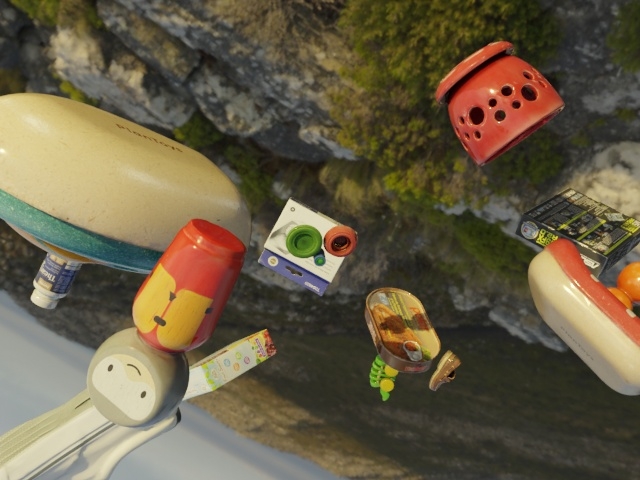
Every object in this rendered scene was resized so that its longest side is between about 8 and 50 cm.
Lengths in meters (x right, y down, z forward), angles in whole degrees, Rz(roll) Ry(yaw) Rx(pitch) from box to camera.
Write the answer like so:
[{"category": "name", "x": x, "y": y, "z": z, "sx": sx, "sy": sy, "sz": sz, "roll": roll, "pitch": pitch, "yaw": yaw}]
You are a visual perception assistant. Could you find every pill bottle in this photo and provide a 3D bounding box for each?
[{"category": "pill bottle", "x": -0.512, "y": 0.069, "z": 1.241, "sx": 0.067, "sy": 0.120, "sz": 0.067, "roll": 29, "pitch": -171, "yaw": -5}]

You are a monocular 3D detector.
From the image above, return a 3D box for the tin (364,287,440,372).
[{"category": "tin", "x": 0.141, "y": 0.155, "z": 1.121, "sx": 0.106, "sy": 0.190, "sz": 0.040, "roll": -3, "pitch": 126, "yaw": -11}]

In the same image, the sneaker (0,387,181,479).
[{"category": "sneaker", "x": -0.265, "y": 0.227, "z": 0.665, "sx": 0.091, "sy": 0.258, "sz": 0.094, "roll": 63, "pitch": 172, "yaw": -18}]

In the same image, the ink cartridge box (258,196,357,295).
[{"category": "ink cartridge box", "x": -0.042, "y": 0.024, "z": 1.840, "sx": 0.223, "sy": 0.224, "sz": 0.045, "roll": 27, "pitch": -165, "yaw": -1}]

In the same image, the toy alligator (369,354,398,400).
[{"category": "toy alligator", "x": 0.137, "y": 0.248, "z": 1.331, "sx": 0.051, "sy": 0.190, "sz": 0.056, "roll": 12, "pitch": -159, "yaw": -2}]

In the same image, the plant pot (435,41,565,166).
[{"category": "plant pot", "x": 0.328, "y": -0.260, "z": 1.199, "sx": 0.174, "sy": 0.191, "sz": 0.191, "roll": 58, "pitch": 163, "yaw": 7}]

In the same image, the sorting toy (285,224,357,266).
[{"category": "sorting toy", "x": 0.000, "y": 0.000, "z": 0.898, "sx": 0.102, "sy": 0.061, "sz": 0.042, "roll": 5, "pitch": -153, "yaw": -9}]

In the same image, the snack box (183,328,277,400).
[{"category": "snack box", "x": -0.235, "y": 0.299, "z": 1.532, "sx": 0.174, "sy": 0.207, "sz": 0.070, "roll": -28, "pitch": 86, "yaw": 47}]

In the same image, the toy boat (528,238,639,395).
[{"category": "toy boat", "x": 0.398, "y": 0.085, "z": 0.872, "sx": 0.231, "sy": 0.151, "sz": 0.151, "roll": 51, "pitch": 177, "yaw": 26}]

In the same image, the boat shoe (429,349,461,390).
[{"category": "boat shoe", "x": 0.399, "y": 0.430, "z": 2.056, "sx": 0.060, "sy": 0.064, "sz": 0.178, "roll": 35, "pitch": 133, "yaw": 22}]

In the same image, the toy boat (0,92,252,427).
[{"category": "toy boat", "x": -0.163, "y": 0.000, "z": 0.522, "sx": 0.267, "sy": 0.148, "sz": 0.318, "roll": 21, "pitch": -165, "yaw": -38}]

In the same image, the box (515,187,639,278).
[{"category": "box", "x": 0.630, "y": -0.026, "z": 1.543, "sx": 0.216, "sy": 0.270, "sz": 0.060, "roll": 34, "pitch": 128, "yaw": 30}]
